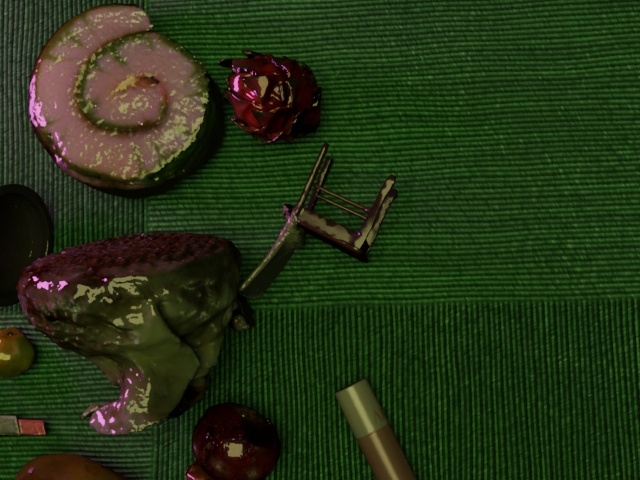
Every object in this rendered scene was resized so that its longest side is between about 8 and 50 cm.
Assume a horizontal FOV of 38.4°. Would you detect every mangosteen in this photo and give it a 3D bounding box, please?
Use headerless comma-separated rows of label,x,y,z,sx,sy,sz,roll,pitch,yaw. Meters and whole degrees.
mangosteen,-0.162,0.393,1.702,0.166,0.166,0.180,27,114,6

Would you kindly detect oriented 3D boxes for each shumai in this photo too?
shumai,-0.318,0.167,1.672,0.395,0.395,0.348,-8,105,4

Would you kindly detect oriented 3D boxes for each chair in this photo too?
chair,0.000,0.000,1.714,0.186,0.160,0.319,27,86,8

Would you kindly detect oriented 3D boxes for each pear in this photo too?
pear,-0.604,0.217,1.782,0.092,0.092,0.097,-6,85,4

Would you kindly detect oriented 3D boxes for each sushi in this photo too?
sushi,-0.161,0.137,1.780,0.046,0.044,0.083,-22,81,24

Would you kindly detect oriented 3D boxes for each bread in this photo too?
bread,-0.372,-0.275,1.782,0.366,0.129,0.381,-2,84,7

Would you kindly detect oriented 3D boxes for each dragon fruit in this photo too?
dragon fruit,-0.090,-0.269,1.738,0.189,0.182,0.182,-9,85,-1

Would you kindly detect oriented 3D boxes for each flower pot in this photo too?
flower pot,-0.643,0.002,1.756,0.148,0.235,0.235,8,86,26

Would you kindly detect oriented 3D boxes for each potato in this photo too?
potato,-0.465,0.482,1.699,0.253,0.186,0.148,3,101,1

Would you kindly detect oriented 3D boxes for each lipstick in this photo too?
lipstick,-0.684,0.359,1.796,0.312,0.051,0.051,1,84,3
lipstick,0.112,0.385,1.713,0.070,0.070,0.254,-27,84,2
